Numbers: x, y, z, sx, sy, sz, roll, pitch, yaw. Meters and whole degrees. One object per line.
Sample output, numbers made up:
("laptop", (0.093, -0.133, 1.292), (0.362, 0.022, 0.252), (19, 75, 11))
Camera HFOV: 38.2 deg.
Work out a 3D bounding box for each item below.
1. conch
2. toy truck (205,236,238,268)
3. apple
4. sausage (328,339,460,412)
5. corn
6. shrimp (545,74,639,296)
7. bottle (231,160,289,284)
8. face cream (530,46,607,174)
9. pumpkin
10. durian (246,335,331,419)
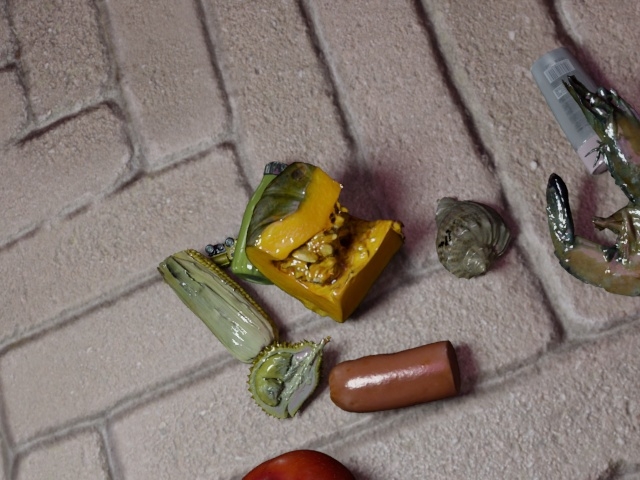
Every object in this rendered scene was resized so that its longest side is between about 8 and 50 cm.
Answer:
("conch", (0.299, -0.014, 1.858), (0.156, 0.130, 0.207), (-5, 42, -16))
("toy truck", (-0.204, 0.027, 2.036), (0.083, 0.049, 0.054), (-19, 74, 16))
("apple", (-0.044, 0.520, 1.706), (0.261, 0.216, 0.260), (-18, 51, 23))
("sausage", (0.139, 0.272, 1.800), (0.259, 0.113, 0.113), (-14, 68, 15))
("corn", (-0.217, 0.137, 1.953), (0.305, 0.123, 0.122), (40, 105, 23))
("shrimp", (0.538, -0.103, 1.750), (0.272, 0.085, 0.444), (-25, 86, 19))
("bottle", (-0.112, -0.040, 1.990), (0.112, 0.112, 0.260), (7, 75, 22))
("face cream", (0.523, -0.263, 1.857), (0.107, 0.073, 0.269), (-32, 65, 14))
("pumpkin", (0.000, 0.000, 1.844), (0.303, 0.256, 0.225), (38, 76, -10))
("durian", (-0.061, 0.253, 1.867), (0.208, 0.146, 0.102), (-44, 21, 13))
